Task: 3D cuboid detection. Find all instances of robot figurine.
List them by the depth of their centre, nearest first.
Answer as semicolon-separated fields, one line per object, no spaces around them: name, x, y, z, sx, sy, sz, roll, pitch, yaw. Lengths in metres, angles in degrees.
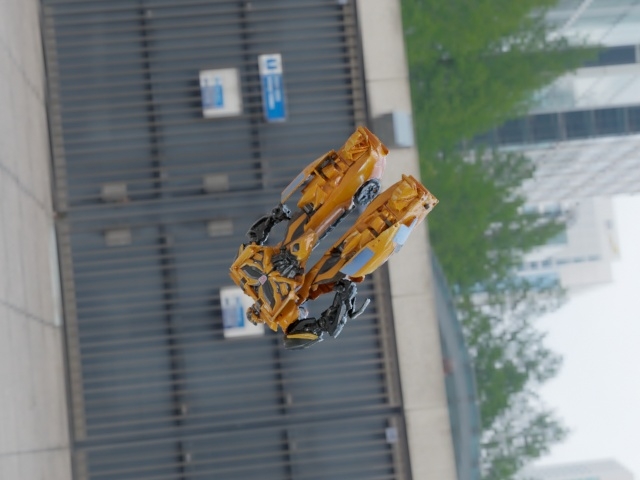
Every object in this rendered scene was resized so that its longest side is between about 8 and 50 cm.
robot figurine;0.000;0.000;1.467;0.211;0.291;0.085;49;9;32
